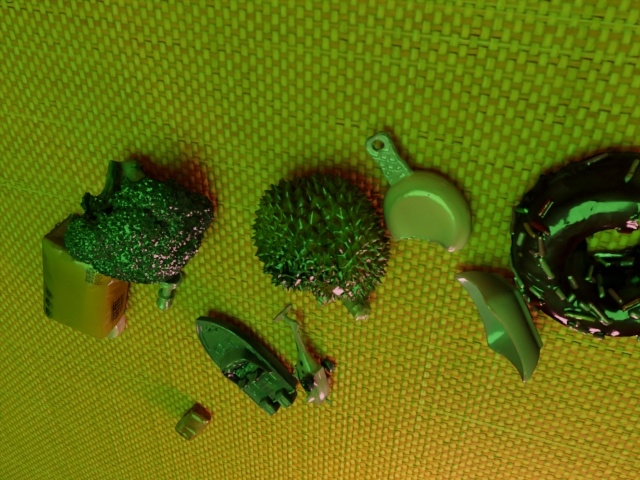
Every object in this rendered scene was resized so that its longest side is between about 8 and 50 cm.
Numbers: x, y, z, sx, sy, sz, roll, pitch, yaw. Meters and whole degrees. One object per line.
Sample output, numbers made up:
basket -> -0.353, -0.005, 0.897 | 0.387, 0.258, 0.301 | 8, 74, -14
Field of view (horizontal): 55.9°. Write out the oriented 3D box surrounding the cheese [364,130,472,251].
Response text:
cheese -> 0.184, -0.091, 1.104 | 0.164, 0.070, 0.248 | -4, 120, 25

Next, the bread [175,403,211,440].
bread -> -0.376, 0.538, 1.778 | 0.074, 0.053, 0.132 | 39, 126, -7

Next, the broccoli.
broccoli -> -0.377, -0.046, 1.266 | 0.308, 0.308, 0.274 | -26, 72, 34

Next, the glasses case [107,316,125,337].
glasses case -> -0.634, 0.207, 1.660 | 0.197, 0.050, 0.083 | 16, 129, 11

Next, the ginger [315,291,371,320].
ginger -> -0.015, 0.083, 1.306 | 0.288, 0.075, 0.089 | 29, 87, 4

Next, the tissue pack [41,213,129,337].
tissue pack -> -0.587, 0.097, 1.511 | 0.192, 0.134, 0.270 | 24, 129, 5

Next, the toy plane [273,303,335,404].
toy plane -> -0.038, 0.288, 1.454 | 0.108, 0.092, 0.286 | 18, 134, 43

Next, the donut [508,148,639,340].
donut -> 0.456, 0.025, 1.033 | 0.260, 0.136, 0.344 | -11, 116, 25

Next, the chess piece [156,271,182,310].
chess piece -> -0.384, 0.130, 1.507 | 0.059, 0.059, 0.149 | 28, 136, 2

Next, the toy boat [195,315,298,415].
toy boat -> -0.197, 0.306, 1.520 | 0.141, 0.092, 0.319 | -35, 104, 34

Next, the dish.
dish -> 0.356, 0.151, 1.166 | 0.077, 0.151, 0.212 | -31, 114, -1

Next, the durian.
durian -> -0.001, 0.001, 1.142 | 0.291, 0.224, 0.290 | 16, 129, 20
